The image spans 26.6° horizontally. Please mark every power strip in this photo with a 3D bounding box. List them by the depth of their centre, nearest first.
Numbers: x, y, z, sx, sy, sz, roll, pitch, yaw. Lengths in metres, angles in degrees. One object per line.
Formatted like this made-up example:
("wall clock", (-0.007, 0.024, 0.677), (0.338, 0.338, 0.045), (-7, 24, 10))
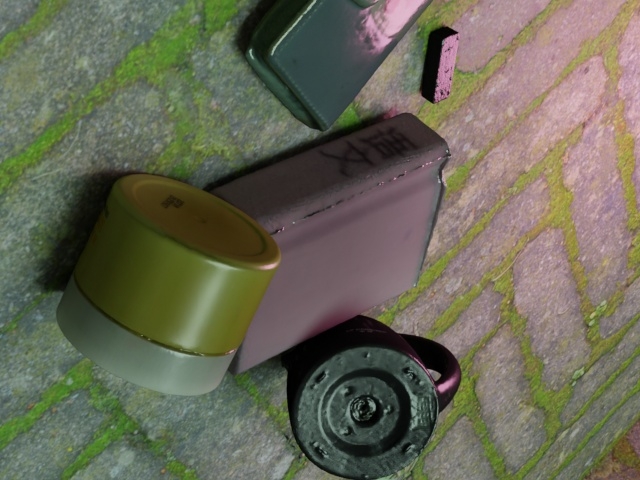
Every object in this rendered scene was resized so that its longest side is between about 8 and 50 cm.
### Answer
("power strip", (0.168, -0.247, 1.909), (0.038, 0.029, 0.111), (-25, 138, -34))

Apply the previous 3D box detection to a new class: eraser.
("eraser", (0.000, 0.000, 1.872), (0.359, 0.122, 0.272), (-24, 141, -34))

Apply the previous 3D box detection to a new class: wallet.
("wallet", (0.065, -0.314, 1.669), (0.360, 0.083, 0.252), (-52, 154, -1))

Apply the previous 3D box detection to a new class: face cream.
("face cream", (-0.179, 0.049, 1.602), (0.218, 0.218, 0.179), (4, 119, -52))

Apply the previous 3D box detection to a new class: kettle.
("kettle", (0.078, 0.206, 2.013), (0.268, 0.290, 0.207), (-2, 104, -5))
